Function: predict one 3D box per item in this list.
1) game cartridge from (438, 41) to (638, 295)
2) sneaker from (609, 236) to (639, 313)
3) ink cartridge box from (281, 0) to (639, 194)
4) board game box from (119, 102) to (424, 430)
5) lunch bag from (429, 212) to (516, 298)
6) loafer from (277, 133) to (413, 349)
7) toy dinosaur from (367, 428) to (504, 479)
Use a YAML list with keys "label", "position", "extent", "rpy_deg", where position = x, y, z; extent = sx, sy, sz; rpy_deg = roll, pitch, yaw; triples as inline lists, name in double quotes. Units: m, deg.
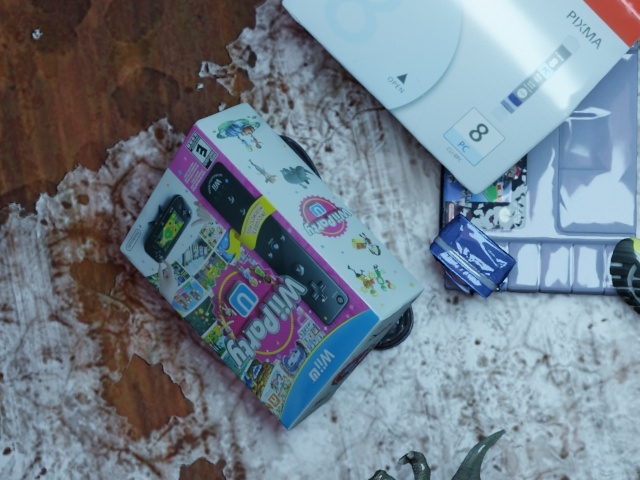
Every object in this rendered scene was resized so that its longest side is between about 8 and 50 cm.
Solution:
- label: "game cartridge"
  position: [0.258, -0.114, 1.498]
  extent: [0.230, 0.068, 0.354]
  rpy_deg: [2, 82, 4]
- label: "sneaker"
  position: [0.408, 0.055, 1.422]
  extent: [0.208, 0.081, 0.094]
  rpy_deg: [42, 77, -23]
- label: "ink cartridge box"
  position: [0.195, -0.279, 1.337]
  extent: [0.308, 0.091, 0.385]
  rpy_deg: [45, 120, -4]
- label: "board game box"
  position: [-0.062, 0.030, 1.449]
  extent: [0.303, 0.097, 0.224]
  rpy_deg: [45, 129, 11]
- label: "lunch bag"
  position: [0.172, 0.023, 1.434]
  extent: [0.098, 0.067, 0.065]
  rpy_deg: [42, 96, 5]
- label: "loafer"
  position: [0.000, 0.000, 1.498]
  extent: [0.109, 0.095, 0.302]
  rpy_deg: [-35, 79, 2]
- label: "toy dinosaur"
  position: [0.107, 0.339, 1.443]
  extent: [0.313, 0.121, 0.160]
  rpy_deg: [-44, 91, -4]
